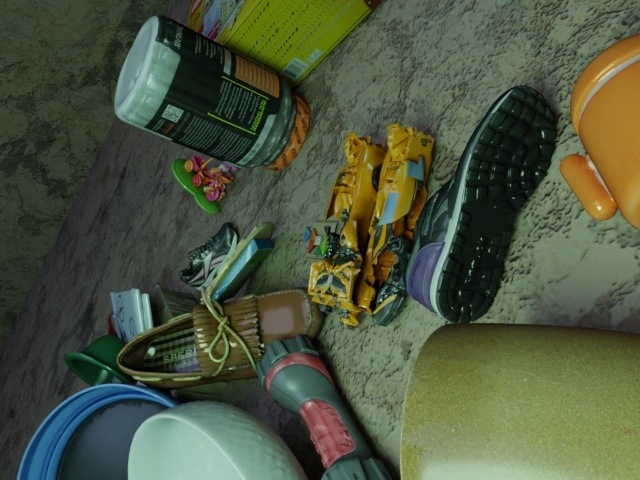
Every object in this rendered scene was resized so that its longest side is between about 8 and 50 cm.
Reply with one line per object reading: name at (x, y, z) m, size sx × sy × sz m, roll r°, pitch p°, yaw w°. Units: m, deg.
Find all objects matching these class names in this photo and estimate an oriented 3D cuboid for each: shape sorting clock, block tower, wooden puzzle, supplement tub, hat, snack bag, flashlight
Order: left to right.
hat at (-0.435, 0.225, 1.307) m, size 0.172 × 0.209 × 0.183 m, roll 99°, pitch -164°, yaw -51°
snack bag at (-0.409, 0.268, 1.337) m, size 0.343 × 0.037 × 0.322 m, roll -12°, pitch 87°, yaw 62°
block tower at (-0.285, 0.209, 1.251) m, size 0.090 × 0.097 × 0.335 m, roll -63°, pitch 35°, yaw 11°
supplement tub at (-0.202, -0.268, 1.159) m, size 0.207 × 0.338 × 0.207 m, roll -33°, pitch 47°, yaw 44°
shape sorting clock at (-0.151, 0.049, 1.090) m, size 0.206 × 0.040 × 0.206 m, roll -49°, pitch -6°, yaw -7°
flashlight at (-0.001, 0.247, 0.791) m, size 0.103 × 0.103 × 0.304 m, roll -31°, pitch 32°, yaw -4°
wooden puzzle at (0.000, 0.000, 1.016) m, size 0.116 × 0.014 × 0.078 m, roll -7°, pitch 67°, yaw 55°

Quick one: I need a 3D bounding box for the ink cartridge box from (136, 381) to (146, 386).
ink cartridge box at (-0.348, 0.377, 1.189) m, size 0.145 × 0.045 × 0.179 m, roll 51°, pitch 121°, yaw 45°

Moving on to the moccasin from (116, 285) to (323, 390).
moccasin at (-0.171, 0.158, 0.989) m, size 0.380 × 0.147 × 0.139 m, roll -14°, pitch 66°, yaw 25°

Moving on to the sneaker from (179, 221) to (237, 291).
sneaker at (-0.247, 0.036, 1.301) m, size 0.178 × 0.077 × 0.072 m, roll -58°, pitch 35°, yaw 16°

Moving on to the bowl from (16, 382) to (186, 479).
bowl at (-0.329, 0.437, 1.009) m, size 0.392 × 0.077 × 0.390 m, roll -2°, pitch 82°, yaw 15°

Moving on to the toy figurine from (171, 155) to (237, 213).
toy figurine at (-0.240, -0.176, 1.396) m, size 0.159 × 0.130 × 0.173 m, roll -41°, pitch 63°, yaw 23°

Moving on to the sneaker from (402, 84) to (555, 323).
sneaker at (0.170, -0.052, 0.717) m, size 0.124 × 0.107 × 0.283 m, roll 28°, pitch 97°, yaw 63°

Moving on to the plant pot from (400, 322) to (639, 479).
plant pot at (0.226, 0.164, 0.429) m, size 0.255 × 0.237 × 0.237 m, roll -14°, pitch 61°, yaw 36°

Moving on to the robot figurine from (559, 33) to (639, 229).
robot figurine at (0.302, -0.095, 0.521) m, size 0.158 × 0.128 × 0.219 m, roll 94°, pitch 170°, yaw -52°

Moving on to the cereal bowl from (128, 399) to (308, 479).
cereal bowl at (-0.114, 0.372, 0.811) m, size 0.339 × 0.141 × 0.338 m, roll 10°, pitch 105°, yaw 43°

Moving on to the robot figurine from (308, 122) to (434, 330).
robot figurine at (0.064, -0.016, 0.865) m, size 0.211 × 0.085 × 0.290 m, roll 2°, pitch 75°, yaw 57°

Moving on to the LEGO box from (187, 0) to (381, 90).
LEGO box at (-0.093, -0.536, 1.281) m, size 0.500 × 0.193 × 0.372 m, roll -34°, pitch 47°, yaw 43°
